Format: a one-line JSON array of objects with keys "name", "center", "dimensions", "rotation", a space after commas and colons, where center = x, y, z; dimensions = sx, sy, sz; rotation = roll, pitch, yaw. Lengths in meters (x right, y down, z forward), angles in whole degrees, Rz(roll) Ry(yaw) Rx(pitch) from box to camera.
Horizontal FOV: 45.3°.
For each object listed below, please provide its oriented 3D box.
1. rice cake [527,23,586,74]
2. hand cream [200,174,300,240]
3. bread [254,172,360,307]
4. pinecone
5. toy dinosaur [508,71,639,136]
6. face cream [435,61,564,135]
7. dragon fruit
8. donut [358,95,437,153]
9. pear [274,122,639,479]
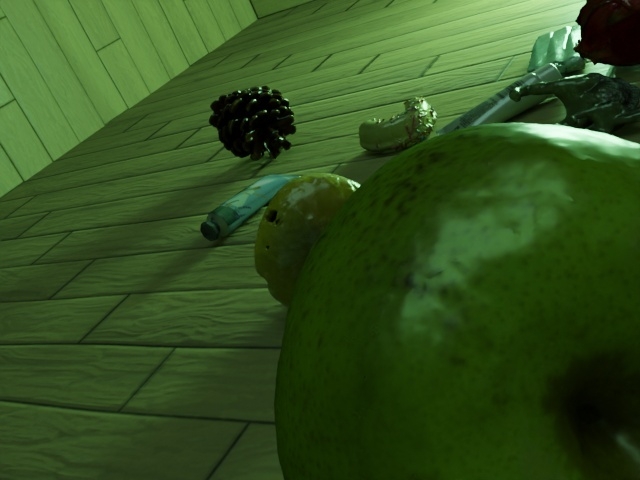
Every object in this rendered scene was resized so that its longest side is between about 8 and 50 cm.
[{"name": "rice cake", "center": [0.490, -0.383, 1.564], "dimensions": [0.124, 0.038, 0.211], "rotation": [-13, 27, 24]}, {"name": "hand cream", "center": [-0.143, -0.075, 1.533], "dimensions": [0.088, 0.055, 0.256], "rotation": [2, 29, 38]}, {"name": "bread", "center": [-0.002, -0.003, 1.108], "dimensions": [0.197, 0.197, 0.170], "rotation": [-25, 12, 1]}, {"name": "pinecone", "center": [-0.148, -0.271, 1.772], "dimensions": [0.186, 0.168, 0.212], "rotation": [-27, 25, -11]}, {"name": "toy dinosaur", "center": [0.442, -0.217, 1.240], "dimensions": [0.162, 0.077, 0.294], "rotation": [-28, 39, -16]}, {"name": "face cream", "center": [0.335, -0.246, 1.420], "dimensions": [0.244, 0.058, 0.092], "rotation": [-30, 30, 3]}, {"name": "dragon fruit", "center": [0.562, -0.401, 1.382], "dimensions": [0.209, 0.172, 0.172], "rotation": [-50, 19, 16]}, {"name": "donut", "center": [0.156, -0.227, 1.527], "dimensions": [0.166, 0.065, 0.108], "rotation": [-24, 25, 2]}, {"name": "pear", "center": [0.140, 0.100, 0.567], "dimensions": [0.391, 0.391, 0.391], "rotation": [-20, 25, 10]}]
